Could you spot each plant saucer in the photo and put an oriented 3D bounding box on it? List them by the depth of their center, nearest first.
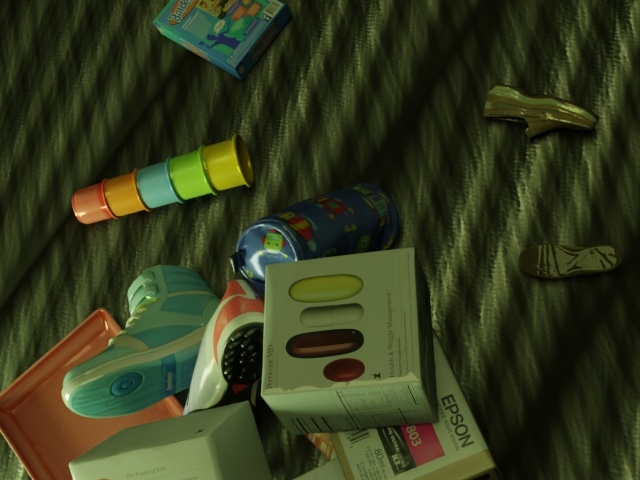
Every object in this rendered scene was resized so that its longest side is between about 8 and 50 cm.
[{"bbox_3d":[-0.378,0.284,1.720,0.259,0.047,0.258,-41,64,-5],"label":"plant saucer"}]

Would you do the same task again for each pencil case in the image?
[{"bbox_3d":[0.000,0.000,1.608,0.119,0.306,0.133,26,117,26],"label":"pencil case"}]

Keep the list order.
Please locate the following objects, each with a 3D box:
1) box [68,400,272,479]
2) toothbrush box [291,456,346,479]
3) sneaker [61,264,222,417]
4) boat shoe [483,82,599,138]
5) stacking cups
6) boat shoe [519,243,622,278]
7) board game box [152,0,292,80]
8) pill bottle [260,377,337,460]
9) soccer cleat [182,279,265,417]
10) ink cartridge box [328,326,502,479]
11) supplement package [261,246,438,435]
[{"bbox_3d":[-0.172,0.425,1.454,0.215,0.168,0.345,-15,93,17],"label":"box"},{"bbox_3d":[0.119,0.393,1.496,0.296,0.126,0.216,-28,62,1],"label":"toothbrush box"},{"bbox_3d":[-0.289,0.148,1.668,0.319,0.127,0.208,-17,52,-33],"label":"sneaker"},{"bbox_3d":[0.356,-0.199,1.716,0.190,0.068,0.072,19,87,31],"label":"boat shoe"},{"bbox_3d":[-0.279,-0.105,1.826,0.316,0.096,0.096,-12,66,11],"label":"stacking cups"},{"bbox_3d":[0.386,0.032,1.624,0.153,0.048,0.056,-6,79,20],"label":"boat shoe"},{"bbox_3d":[-0.182,-0.411,1.948,0.210,0.047,0.160,33,81,24],"label":"board game box"},{"bbox_3d":[-0.007,0.231,1.600,0.216,0.121,0.121,39,83,25],"label":"pill bottle"},{"bbox_3d":[-0.146,0.202,1.595,0.109,0.318,0.116,5,40,-24],"label":"soccer cleat"},{"bbox_3d":[0.111,0.254,1.440,0.193,0.088,0.234,-25,59,3],"label":"ink cartridge box"},{"bbox_3d":[0.040,0.135,1.385,0.203,0.149,0.194,-8,59,12],"label":"supplement package"}]
